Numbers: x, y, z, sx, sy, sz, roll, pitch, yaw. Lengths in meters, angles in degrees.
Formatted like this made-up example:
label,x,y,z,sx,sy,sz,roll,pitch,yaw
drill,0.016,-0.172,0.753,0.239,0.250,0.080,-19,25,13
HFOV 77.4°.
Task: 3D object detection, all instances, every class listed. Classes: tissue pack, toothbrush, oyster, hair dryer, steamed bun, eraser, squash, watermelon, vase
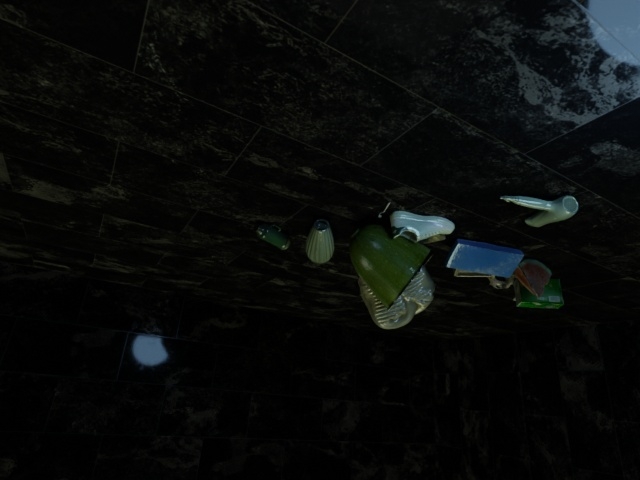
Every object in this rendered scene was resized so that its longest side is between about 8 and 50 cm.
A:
label,x,y,z,sx,sy,sz,roll,pitch,yaw
tissue pack,1.158,0.290,2.149,0.209,0.147,0.156,0,156,11
toothbrush,0.241,-0.116,1.513,0.013,0.011,0.131,19,157,-2
oyster,0.915,0.182,2.009,0.072,0.133,0.209,-29,152,-17
hair dryer,0.720,-0.112,1.384,0.237,0.075,0.206,15,163,-5
steamed bun,0.336,0.199,1.890,0.343,0.367,0.255,-24,-177,-3
eraser,0.719,0.080,1.766,0.312,0.042,0.144,9,126,-7
squash,0.250,0.079,1.648,0.309,0.310,0.310,37,163,14
watermelon,0.986,0.152,1.860,0.136,0.202,0.207,-47,139,14
vase,0.000,0.000,1.709,0.128,0.128,0.248,4,149,1

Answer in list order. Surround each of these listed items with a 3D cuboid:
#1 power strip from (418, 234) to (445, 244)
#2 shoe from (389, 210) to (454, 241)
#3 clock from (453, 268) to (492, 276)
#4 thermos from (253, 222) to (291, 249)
label,x,y,z,sx,sy,sz,roll,pitch,yaw
power strip,0.463,-0.015,1.690,0.123,0.032,0.056,-15,152,39
shoe,0.393,-0.037,1.552,0.265,0.110,0.095,11,156,-8
clock,0.743,0.121,1.919,0.192,0.071,0.147,-1,157,12
thermos,-0.213,-0.023,1.750,0.083,0.073,0.188,-11,153,36
